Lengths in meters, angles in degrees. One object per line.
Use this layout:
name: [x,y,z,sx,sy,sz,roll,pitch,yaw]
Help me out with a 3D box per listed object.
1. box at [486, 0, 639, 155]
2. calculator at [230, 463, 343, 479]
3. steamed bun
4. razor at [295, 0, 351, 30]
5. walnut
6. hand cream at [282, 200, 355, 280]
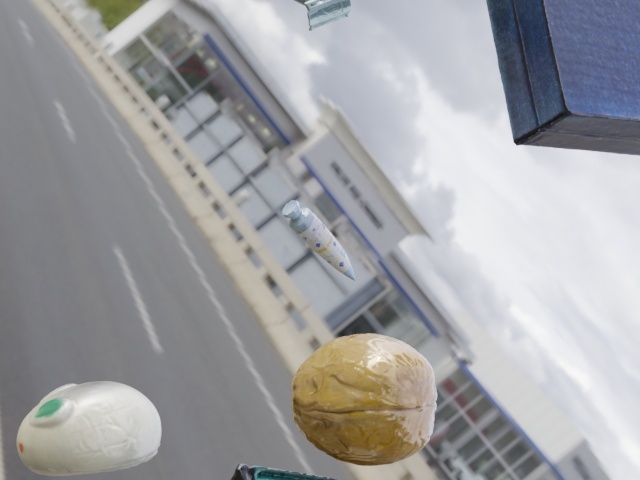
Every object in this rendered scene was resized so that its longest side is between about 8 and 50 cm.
box: [0.364,-0.252,1.435,0.116,0.279,0.261,-35,-121,55]
calculator: [-0.025,0.436,1.526,0.248,0.274,0.058,12,29,-5]
steamed bun: [-0.372,0.296,1.770,0.177,0.228,0.131,-112,-164,-83]
razor: [-0.024,-0.330,1.492,0.135,0.068,0.040,40,-34,45]
walnut: [0.056,0.200,1.390,0.165,0.165,0.197,52,-32,-18]
hand cream: [0.000,0.000,1.805,0.171,0.043,0.065,47,11,-31]
